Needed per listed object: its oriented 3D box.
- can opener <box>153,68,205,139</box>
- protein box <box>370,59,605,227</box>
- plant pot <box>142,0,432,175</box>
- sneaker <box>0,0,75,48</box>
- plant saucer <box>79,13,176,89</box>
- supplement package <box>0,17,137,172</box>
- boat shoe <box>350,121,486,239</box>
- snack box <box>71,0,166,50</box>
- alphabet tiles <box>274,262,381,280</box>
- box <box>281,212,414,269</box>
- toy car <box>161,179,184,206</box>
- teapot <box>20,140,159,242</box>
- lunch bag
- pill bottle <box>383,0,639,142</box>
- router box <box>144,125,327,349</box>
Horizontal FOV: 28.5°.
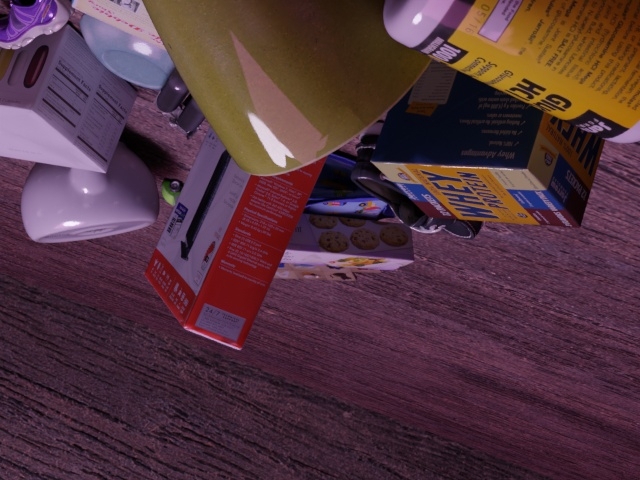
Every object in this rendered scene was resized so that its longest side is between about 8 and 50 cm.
[{"bbox_3d":[-0.171,-0.201,1.707,0.076,0.095,0.283,41,168,-7],"label":"can opener"},{"bbox_3d":[0.195,-0.137,1.376,0.200,0.201,0.136,5,158,38],"label":"protein box"},{"bbox_3d":[-0.068,-0.262,1.252,0.275,0.274,0.293,-3,136,51],"label":"plant pot"},{"bbox_3d":[-0.404,-0.317,1.740,0.170,0.068,0.071,-12,130,44],"label":"sneaker"},{"bbox_3d":[-0.254,-0.256,1.777,0.195,0.037,0.195,17,163,5],"label":"plant saucer"},{"bbox_3d":[-0.452,-0.224,1.902,0.262,0.145,0.204,9,161,28],"label":"supplement package"},{"bbox_3d":[0.140,-0.062,1.846,0.114,0.091,0.302,2,155,44],"label":"boat shoe"},{"bbox_3d":[-0.139,-0.273,1.556,0.322,0.060,0.187,24,164,-13],"label":"snack box"},{"bbox_3d":[-0.047,0.016,2.303,0.285,0.011,0.342,1,161,13],"label":"alphabet tiles"},{"bbox_3d":[0.000,0.000,1.933,0.324,0.067,0.063,6,160,-34],"label":"box"},{"bbox_3d":[-0.189,-0.051,2.296,0.225,0.053,0.239,17,162,7],"label":"toy car"},{"bbox_3d":[-0.402,-0.104,2.171,0.256,0.187,0.253,-13,174,32],"label":"teapot"},{"bbox_3d":[-0.025,-0.074,1.984,0.293,0.138,0.221,8,162,-6],"label":"lunch bag"},{"bbox_3d":[0.242,-0.203,1.149,0.334,0.187,0.188,23,162,-12],"label":"pill bottle"},{"bbox_3d":[-0.115,-0.043,1.671,0.082,0.301,0.335,23,-178,-18],"label":"router box"}]
